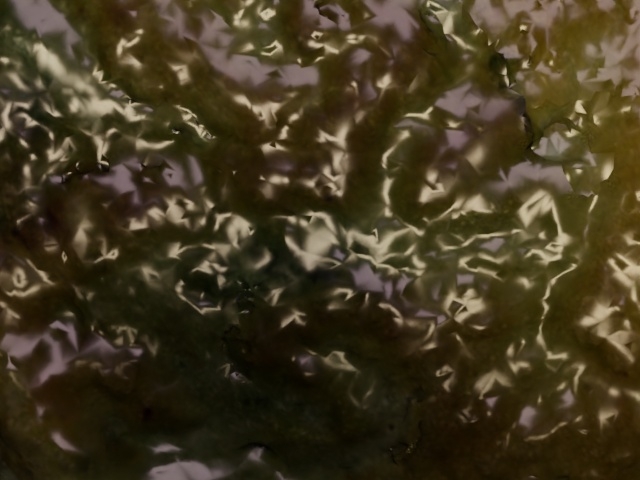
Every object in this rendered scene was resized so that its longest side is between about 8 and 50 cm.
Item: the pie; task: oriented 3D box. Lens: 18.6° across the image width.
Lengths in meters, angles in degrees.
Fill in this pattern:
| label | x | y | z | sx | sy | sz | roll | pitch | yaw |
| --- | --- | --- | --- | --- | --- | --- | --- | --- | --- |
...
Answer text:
| label | x | y | z | sx | sy | sz | roll | pitch | yaw |
| --- | --- | --- | --- | --- | --- | --- | --- | --- | --- |
| pie | 0.000 | 0.000 | 0.588 | 0.277 | 0.277 | 0.078 | 20 | 15 | -2 |
